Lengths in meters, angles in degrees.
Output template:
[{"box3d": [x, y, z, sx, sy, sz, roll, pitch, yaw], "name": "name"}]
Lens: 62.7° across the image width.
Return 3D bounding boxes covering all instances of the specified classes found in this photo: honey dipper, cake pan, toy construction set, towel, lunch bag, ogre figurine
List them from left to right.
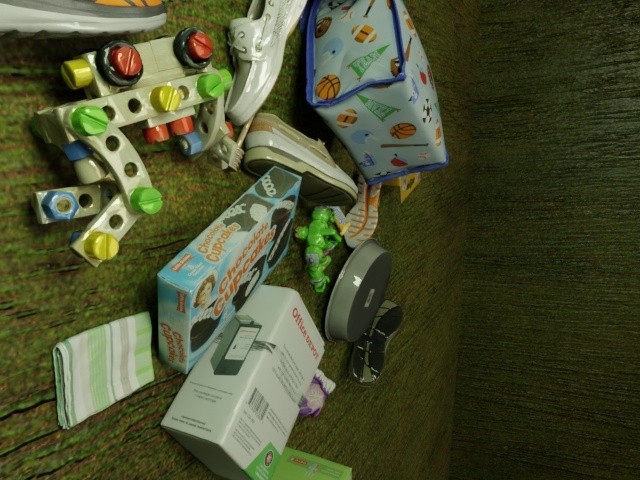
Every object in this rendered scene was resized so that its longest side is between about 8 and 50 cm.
[{"box3d": [-0.278, 0.165, 0.694, 0.152, 0.023, 0.113, -19, 114, -62], "name": "towel"}, {"box3d": [-0.199, -0.131, 0.640, 0.328, 0.151, 0.215, -46, 129, -55], "name": "toy construction set"}, {"box3d": [-0.125, -0.193, 0.895, 0.030, 0.030, 0.161, 45, 63, -58], "name": "honey dipper"}, {"box3d": [0.000, 0.000, 1.150, 0.197, 0.096, 0.118, -61, 160, -18], "name": "ogre figurine"}, {"box3d": [0.107, 0.138, 1.367, 0.293, 0.054, 0.293, -46, 148, -40], "name": "cake pan"}, {"box3d": [0.112, -0.368, 1.122, 0.328, 0.238, 0.386, 43, 42, -57], "name": "lunch bag"}]

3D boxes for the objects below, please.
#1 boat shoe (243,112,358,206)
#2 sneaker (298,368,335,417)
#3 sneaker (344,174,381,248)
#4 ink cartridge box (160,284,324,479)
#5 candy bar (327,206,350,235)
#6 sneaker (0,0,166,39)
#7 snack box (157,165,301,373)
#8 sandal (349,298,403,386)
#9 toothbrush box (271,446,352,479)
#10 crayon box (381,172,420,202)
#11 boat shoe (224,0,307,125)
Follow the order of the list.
[{"box3d": [-0.022, -0.148, 1.014, 0.302, 0.113, 0.103, 24, 63, -52], "name": "boat shoe"}, {"box3d": [-0.041, 0.328, 1.149, 0.105, 0.095, 0.236, -65, 150, -19], "name": "sneaker"}, {"box3d": [0.119, -0.078, 1.397, 0.083, 0.084, 0.215, 65, 42, -76], "name": "sneaker"}, {"box3d": [-0.117, 0.250, 0.929, 0.289, 0.121, 0.211, -63, 148, -35], "name": "ink cartridge box"}, {"box3d": [0.037, -0.068, 1.287, 0.040, 0.018, 0.161, -54, 145, -14], "name": "candy bar"}, {"box3d": [-0.273, -0.284, 0.484, 0.321, 0.124, 0.180, -33, 126, -58], "name": "sneaker"}, {"box3d": [-0.138, 0.035, 0.839, 0.322, 0.060, 0.187, -53, 163, -47], "name": "snack box"}, {"box3d": [0.149, 0.291, 1.533, 0.303, 0.120, 0.086, -60, 174, -36], "name": "sandal"}, {"box3d": [-0.087, 0.527, 0.962, 0.283, 0.206, 0.122, -37, 128, -58], "name": "toothbrush box"}, {"box3d": [0.227, -0.297, 1.560, 0.203, 0.083, 0.323, -44, 133, -53], "name": "crayon box"}, {"box3d": [-0.112, -0.327, 0.863, 0.096, 0.098, 0.277, 25, 80, -36], "name": "boat shoe"}]
